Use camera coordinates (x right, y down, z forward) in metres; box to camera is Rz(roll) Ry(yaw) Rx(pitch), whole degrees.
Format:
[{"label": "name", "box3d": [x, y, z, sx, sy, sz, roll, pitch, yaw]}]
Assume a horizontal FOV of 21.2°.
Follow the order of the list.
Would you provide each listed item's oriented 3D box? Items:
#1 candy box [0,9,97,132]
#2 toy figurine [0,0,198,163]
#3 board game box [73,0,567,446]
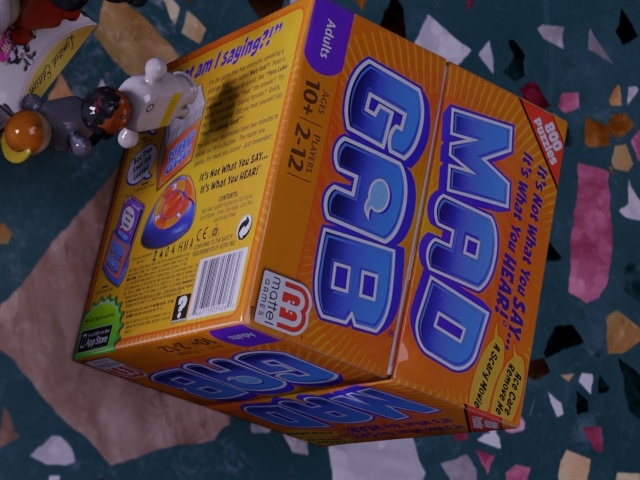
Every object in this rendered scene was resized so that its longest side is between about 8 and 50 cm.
[{"label": "candy box", "box3d": [-0.377, -0.250, 1.833, 0.233, 0.071, 0.159, 44, 60, -22]}, {"label": "toy figurine", "box3d": [-0.248, -0.190, 1.740, 0.148, 0.213, 0.209, -17, 98, -49]}, {"label": "board game box", "box3d": [0.000, 0.000, 1.874, 0.356, 0.356, 0.356, 22, 69, -30]}]
